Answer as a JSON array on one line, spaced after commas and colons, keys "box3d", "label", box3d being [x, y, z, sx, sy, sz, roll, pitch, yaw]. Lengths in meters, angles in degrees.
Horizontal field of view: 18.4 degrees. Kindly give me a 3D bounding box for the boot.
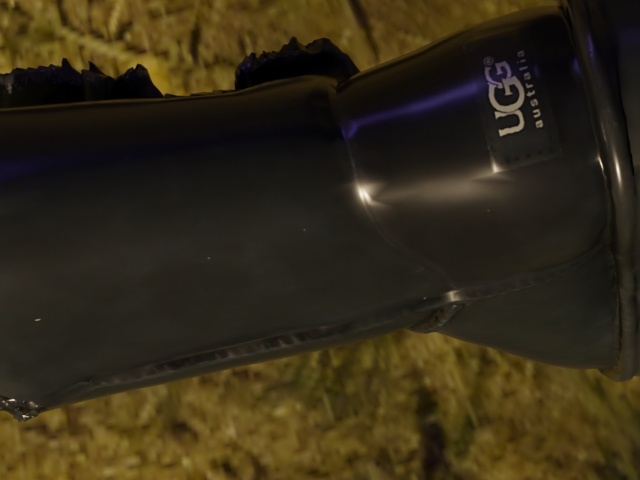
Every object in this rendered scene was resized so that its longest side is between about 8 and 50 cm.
[{"box3d": [0.000, 0.000, 0.585, 0.207, 0.094, 0.246, -10, 166, 4], "label": "boot"}]
